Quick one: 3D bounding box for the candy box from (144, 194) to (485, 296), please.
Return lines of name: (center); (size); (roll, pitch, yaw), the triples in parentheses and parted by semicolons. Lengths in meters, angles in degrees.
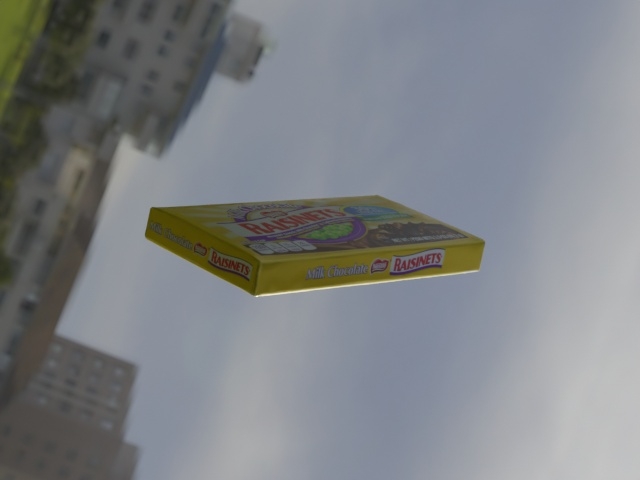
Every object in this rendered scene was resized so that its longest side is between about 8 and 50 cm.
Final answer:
candy box: (0.000, 0.000, 1.108); (0.105, 0.206, 0.027); (22, -71, 41)
